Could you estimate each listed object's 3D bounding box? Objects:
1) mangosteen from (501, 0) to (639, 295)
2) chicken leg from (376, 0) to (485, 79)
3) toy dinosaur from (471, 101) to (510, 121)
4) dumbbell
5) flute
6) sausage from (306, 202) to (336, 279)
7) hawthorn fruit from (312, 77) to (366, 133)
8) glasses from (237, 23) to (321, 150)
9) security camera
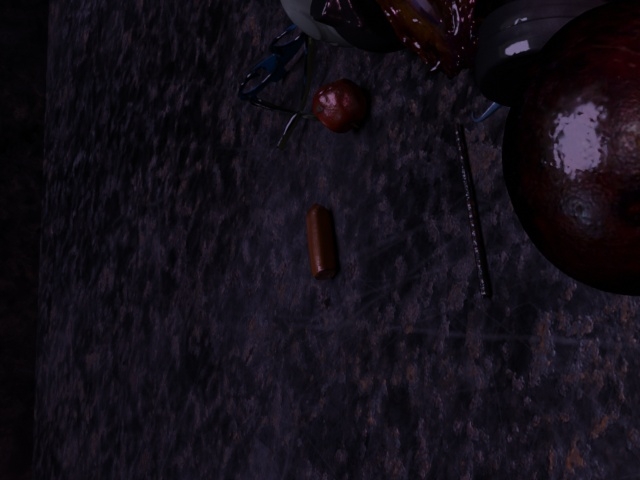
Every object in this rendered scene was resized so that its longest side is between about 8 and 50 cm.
[{"bbox_3d":[0.326,-0.082,1.144,0.300,0.300,0.300,-27,59,57],"label":"mangosteen"},{"bbox_3d":[0.120,-0.415,1.628,0.158,0.096,0.407,-13,93,19],"label":"chicken leg"},{"bbox_3d":[0.262,-0.194,1.537,0.197,0.045,0.080,-34,40,45],"label":"toy dinosaur"},{"bbox_3d":[0.268,-0.313,1.415,0.185,0.185,0.388,-27,58,56],"label":"dumbbell"},{"bbox_3d":[0.204,-0.044,1.628,0.014,0.014,0.270,-42,47,50],"label":"flute"},{"bbox_3d":[0.000,0.000,1.963,0.039,0.041,0.131,132,138,-53],"label":"sausage"},{"bbox_3d":[0.034,-0.215,1.934,0.093,0.093,0.093,-27,59,57],"label":"hawthorn fruit"},{"bbox_3d":[-0.061,-0.268,2.090,0.239,0.102,0.207,-48,42,45],"label":"glasses"},{"bbox_3d":[0.048,-0.380,1.834,0.277,0.191,0.197,12,88,64],"label":"security camera"}]
